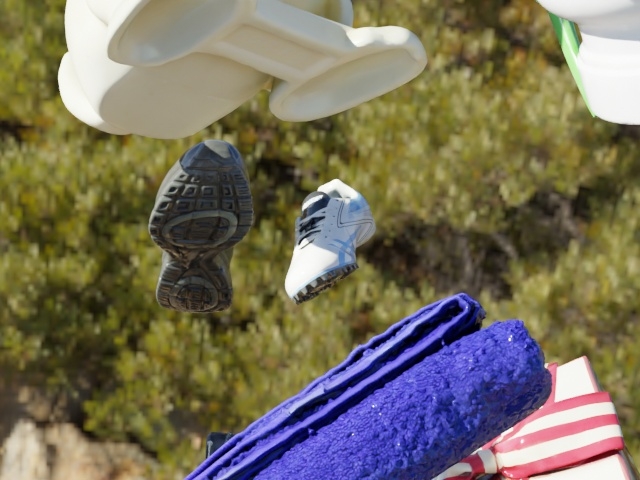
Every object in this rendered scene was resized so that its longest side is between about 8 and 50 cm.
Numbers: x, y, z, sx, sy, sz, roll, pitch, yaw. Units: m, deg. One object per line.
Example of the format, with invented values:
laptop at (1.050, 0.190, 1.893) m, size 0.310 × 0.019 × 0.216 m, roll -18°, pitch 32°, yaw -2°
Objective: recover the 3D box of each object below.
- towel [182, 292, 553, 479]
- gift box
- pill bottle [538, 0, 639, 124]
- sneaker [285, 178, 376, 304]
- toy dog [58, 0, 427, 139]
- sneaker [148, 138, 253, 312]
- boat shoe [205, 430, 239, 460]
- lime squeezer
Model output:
towel at (-0.039, 0.141, 0.766) m, size 0.308 × 0.227 × 0.076 m, roll -30°, pitch 81°, yaw -16°
gift box at (0.171, 0.263, 1.278) m, size 0.255 × 0.258 × 0.276 m, roll -27°, pitch 26°, yaw 6°
pill bottle at (0.229, -0.281, 1.051) m, size 0.210 × 0.362 × 0.210 m, roll -17°, pitch 20°, yaw 7°
sneaker at (0.000, 0.000, 1.560) m, size 0.085 × 0.086 × 0.237 m, roll -33°, pitch 9°, yaw 20°
toy dog at (-0.097, -0.317, 1.375) m, size 0.285 × 0.395 × 0.407 m, roll 10°, pitch 66°, yaw -32°
sneaker at (-0.133, -0.034, 1.600) m, size 0.109 × 0.286 × 0.130 m, roll 6°, pitch 58°, yaw -10°
boat shoe at (-0.086, 0.227, 1.268) m, size 0.038 × 0.125 × 0.046 m, roll 4°, pitch -1°, yaw 9°
lime squeezer at (0.184, -0.233, 1.406) m, size 0.059 × 0.110 × 0.310 m, roll -18°, pitch 38°, yaw -30°
